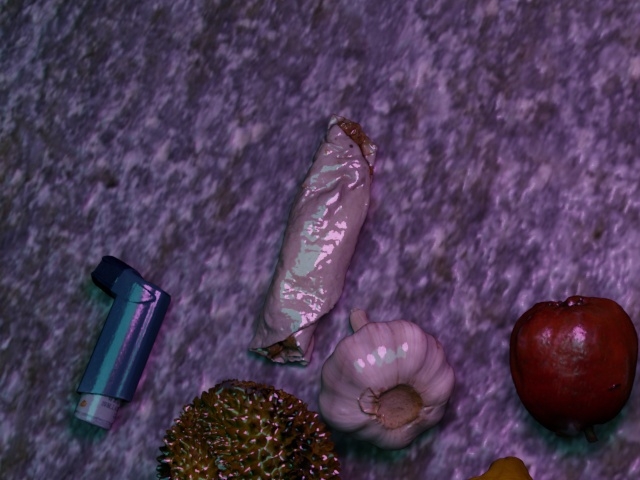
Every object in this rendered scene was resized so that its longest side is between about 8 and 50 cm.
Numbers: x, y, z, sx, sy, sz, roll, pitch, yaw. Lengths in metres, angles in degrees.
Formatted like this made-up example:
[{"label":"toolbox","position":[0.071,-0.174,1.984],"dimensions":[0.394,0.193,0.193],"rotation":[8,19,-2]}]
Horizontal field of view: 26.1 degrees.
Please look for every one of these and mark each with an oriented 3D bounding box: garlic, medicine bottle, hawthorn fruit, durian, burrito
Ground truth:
[{"label":"garlic","position":[0.077,0.180,1.996],"dimensions":[0.199,0.199,0.226],"rotation":[-33,34,3]},{"label":"medicine bottle","position":[-0.319,0.157,2.129],"dimensions":[0.124,0.079,0.258],"rotation":[15,78,16]},{"label":"hawthorn fruit","position":[0.352,0.178,1.891],"dimensions":[0.185,0.185,0.202],"rotation":[-12,86,12]},{"label":"durian","position":[-0.085,0.336,1.916],"dimensions":[0.258,0.258,0.293],"rotation":[-40,55,0]},{"label":"burrito","position":[0.000,0.000,2.096],"dimensions":[0.117,0.076,0.392],"rotation":[17,80,13]}]

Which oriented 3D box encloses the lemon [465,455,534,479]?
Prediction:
[{"label":"lemon","position":[0.237,0.441,1.798],"dimensions":[0.245,0.245,0.320],"rotation":[-1,68,15]}]
